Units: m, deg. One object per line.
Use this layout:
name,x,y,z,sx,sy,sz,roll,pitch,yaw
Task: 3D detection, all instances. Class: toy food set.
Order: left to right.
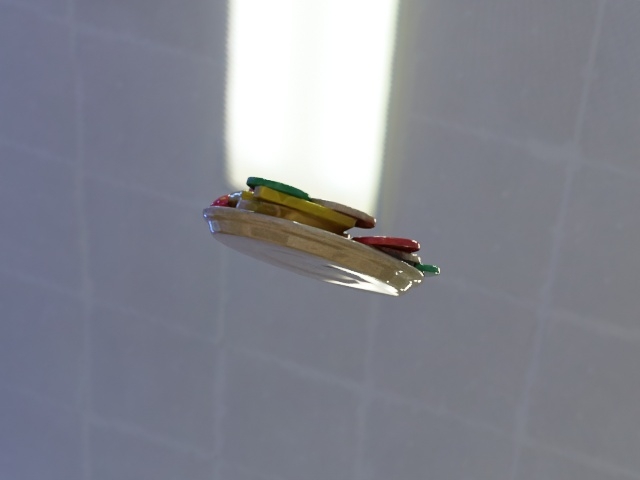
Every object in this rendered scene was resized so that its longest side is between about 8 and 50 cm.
toy food set,0.000,0.000,0.559,0.083,0.020,0.082,20,-8,-17
